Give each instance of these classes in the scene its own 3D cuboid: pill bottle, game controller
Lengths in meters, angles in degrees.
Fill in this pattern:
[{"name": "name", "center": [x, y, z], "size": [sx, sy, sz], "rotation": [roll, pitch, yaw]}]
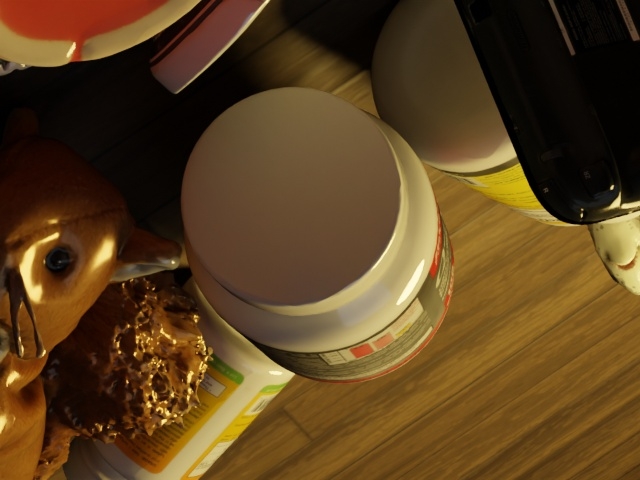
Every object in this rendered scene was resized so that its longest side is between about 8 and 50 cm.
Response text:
[{"name": "pill bottle", "center": [0.000, 0.000, 1.667], "size": [0.210, 0.210, 0.363], "rotation": [-34, 168, 0]}, {"name": "pill bottle", "center": [-0.141, 0.156, 1.920], "size": [0.136, 0.136, 0.245], "rotation": [9, 130, -51]}, {"name": "pill bottle", "center": [0.202, -0.119, 1.802], "size": [0.188, 0.188, 0.334], "rotation": [-43, 150, 16]}, {"name": "game controller", "center": [0.195, -0.170, 1.600], "size": [0.166, 0.319, 0.067], "rotation": [-13, 167, -39]}]

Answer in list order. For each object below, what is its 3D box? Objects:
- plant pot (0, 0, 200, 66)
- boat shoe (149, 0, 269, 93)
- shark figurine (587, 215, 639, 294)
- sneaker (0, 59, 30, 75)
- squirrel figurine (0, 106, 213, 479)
[{"name": "plant pot", "center": [-0.175, -0.253, 1.166], "size": [0.275, 0.243, 0.275], "rotation": [-26, 150, -16]}, {"name": "boat shoe", "center": [-0.045, -0.244, 1.385], "size": [0.301, 0.102, 0.108], "rotation": [-53, -171, 16]}, {"name": "shark figurine", "center": [0.342, -0.103, 2.094], "size": [0.278, 0.166, 0.116], "rotation": [-59, 172, 8]}, {"name": "sneaker", "center": [-0.181, -0.201, 1.413], "size": [0.234, 0.078, 0.106], "rotation": [-29, 148, -17]}, {"name": "squirrel figurine", "center": [-0.264, 0.076, 1.616], "size": [0.370, 0.281, 0.397], "rotation": [-56, 160, 17]}]
